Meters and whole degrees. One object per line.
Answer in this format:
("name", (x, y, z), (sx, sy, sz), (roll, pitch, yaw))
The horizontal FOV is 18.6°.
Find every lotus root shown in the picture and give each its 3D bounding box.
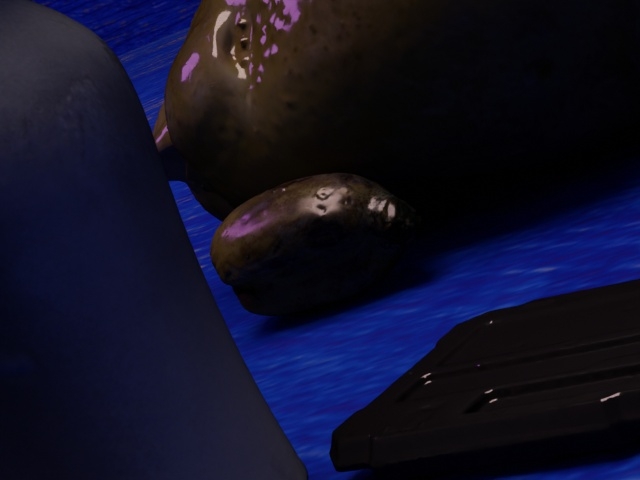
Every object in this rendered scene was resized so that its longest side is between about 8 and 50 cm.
("lotus root", (0.000, 0.000, 0.786), (0.099, 0.054, 0.049), (-18, 33, 34))

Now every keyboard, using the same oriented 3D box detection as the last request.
("keyboard", (0.120, 0.023, 0.512), (0.262, 0.016, 0.106), (-15, 13, 40))

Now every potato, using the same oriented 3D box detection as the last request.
("potato", (0.071, -0.115, 0.838), (0.351, 0.202, 0.218), (-34, 10, 16))

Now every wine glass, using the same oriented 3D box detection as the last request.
("wine glass", (-0.092, -0.009, 0.552), (0.103, 0.231, 0.103), (-25, 11, 5))
